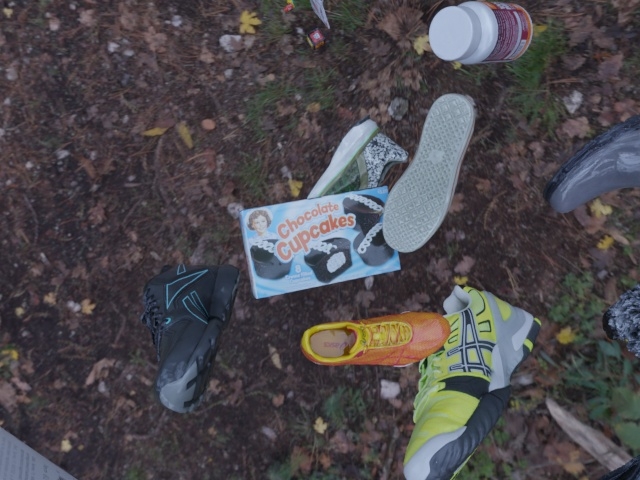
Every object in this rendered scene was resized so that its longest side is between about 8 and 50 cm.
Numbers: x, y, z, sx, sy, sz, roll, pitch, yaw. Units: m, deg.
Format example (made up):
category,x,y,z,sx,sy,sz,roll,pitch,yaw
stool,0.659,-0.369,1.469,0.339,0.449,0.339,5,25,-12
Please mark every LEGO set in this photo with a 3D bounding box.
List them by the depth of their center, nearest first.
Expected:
category,x,y,z,sx,sy,sz,roll,pitch,yaw
LEGO set,-0.061,-0.361,0.837,0.060,0.244,0.182,-32,60,-1

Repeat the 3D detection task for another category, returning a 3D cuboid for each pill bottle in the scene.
category,x,y,z,sx,sy,sz,roll,pitch,yaw
pill bottle,0.326,-0.421,1.292,0.121,0.221,0.121,17,115,42

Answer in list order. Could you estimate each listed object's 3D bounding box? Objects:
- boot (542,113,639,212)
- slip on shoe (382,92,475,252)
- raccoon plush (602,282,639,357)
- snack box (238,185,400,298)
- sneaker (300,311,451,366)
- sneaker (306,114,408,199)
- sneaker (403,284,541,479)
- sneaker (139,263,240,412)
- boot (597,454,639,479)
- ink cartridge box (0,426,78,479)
category,x,y,z,sx,sy,sz,roll,pitch,yaw
boot,0.501,-0.079,0.882,0.338,0.118,0.222,-38,69,32
slip on shoe,0.220,-0.126,1.253,0.123,0.101,0.331,26,109,19
raccoon plush,0.687,0.166,1.069,0.216,0.299,0.446,-15,148,-24
snack box,0.000,0.000,1.357,0.322,0.060,0.187,-11,95,-13
sneaker,0.064,0.116,0.726,0.175,0.067,0.064,-10,76,-1
sneaker,0.075,-0.096,1.555,0.182,0.158,0.410,31,96,9
sneaker,0.187,0.198,0.902,0.147,0.385,0.145,33,125,13
sneaker,-0.162,0.102,0.732,0.106,0.267,0.101,15,110,-6
boot,0.506,0.394,0.987,0.121,0.099,0.045,-30,133,0
ink cartridge box,-0.162,0.317,0.474,0.119,0.207,0.353,-44,115,-5
